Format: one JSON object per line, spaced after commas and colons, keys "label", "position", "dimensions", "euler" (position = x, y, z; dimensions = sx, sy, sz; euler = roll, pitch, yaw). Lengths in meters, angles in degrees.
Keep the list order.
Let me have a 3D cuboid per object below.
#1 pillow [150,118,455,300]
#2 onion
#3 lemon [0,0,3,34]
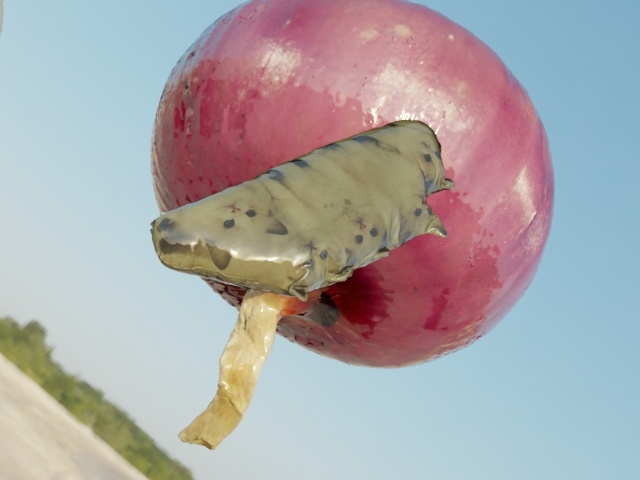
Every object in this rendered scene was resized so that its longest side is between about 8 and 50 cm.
{"label": "pillow", "position": [0.010, -0.015, 0.652], "dimensions": [0.093, 0.241, 0.051], "euler": [44, -45, 24]}
{"label": "onion", "position": [0.023, -0.032, 0.899], "dimensions": [0.358, 0.345, 0.358], "euler": [2, -50, 2]}
{"label": "lemon", "position": [-0.321, -0.161, 0.774], "dimensions": [0.170, 0.170, 0.207], "euler": [46, -39, -21]}
